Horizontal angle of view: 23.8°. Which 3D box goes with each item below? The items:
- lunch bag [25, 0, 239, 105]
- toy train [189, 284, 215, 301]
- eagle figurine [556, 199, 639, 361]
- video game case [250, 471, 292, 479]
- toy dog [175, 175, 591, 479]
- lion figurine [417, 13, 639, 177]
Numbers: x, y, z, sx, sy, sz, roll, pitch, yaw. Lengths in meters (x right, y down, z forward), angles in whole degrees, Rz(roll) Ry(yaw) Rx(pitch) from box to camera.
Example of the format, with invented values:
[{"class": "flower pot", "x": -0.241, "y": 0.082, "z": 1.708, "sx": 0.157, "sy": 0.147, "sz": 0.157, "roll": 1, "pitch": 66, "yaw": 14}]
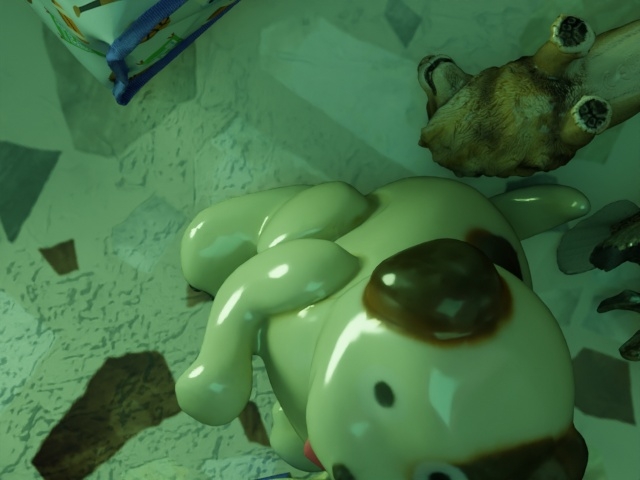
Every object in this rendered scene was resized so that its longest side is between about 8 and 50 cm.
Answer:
[{"class": "lunch bag", "x": -0.141, "y": -0.377, "z": 1.364, "sx": 0.385, "sy": 0.239, "sz": 0.328, "roll": -41, "pitch": 91, "yaw": -11}, {"class": "toy train", "x": -0.057, "y": 0.066, "z": 1.491, "sx": 0.158, "sy": 0.027, "sz": 0.036, "roll": 29, "pitch": 85, "yaw": 1}, {"class": "eagle figurine", "x": 0.343, "y": -0.017, "z": 1.334, "sx": 0.225, "sy": 0.298, "sz": 0.226, "roll": -11, "pitch": 51, "yaw": -6}, {"class": "video game case", "x": -0.031, "y": 0.361, "z": 1.390, "sx": 0.061, "sy": 0.269, "sz": 0.244, "roll": -14, "pitch": 94, "yaw": 2}, {"class": "toy dog", "x": 0.082, "y": 0.101, "z": 1.269, "sx": 0.396, "sy": 0.408, "sz": 0.284, "roll": -18, "pitch": 104, "yaw": -3}, {"class": "lion figurine", "x": 0.281, "y": -0.164, "z": 1.374, "sx": 0.392, "sy": 0.240, "sz": 0.142, "roll": -19, "pitch": 85, "yaw": -6}]
